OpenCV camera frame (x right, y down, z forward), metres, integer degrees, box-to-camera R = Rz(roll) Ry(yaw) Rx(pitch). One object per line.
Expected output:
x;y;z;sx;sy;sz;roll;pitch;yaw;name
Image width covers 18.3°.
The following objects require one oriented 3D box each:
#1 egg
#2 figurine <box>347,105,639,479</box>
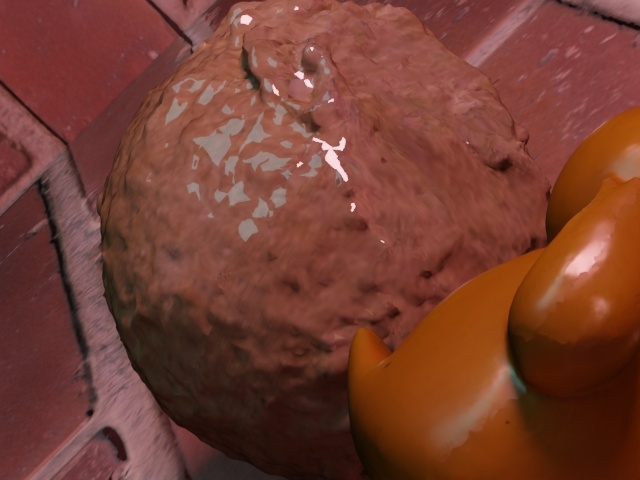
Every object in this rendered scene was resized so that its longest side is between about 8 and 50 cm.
0.000;0.000;1.129;0.279;0.279;0.310;-41;46;13;egg
0.116;0.060;0.842;0.228;0.215;0.215;-28;21;12;figurine
